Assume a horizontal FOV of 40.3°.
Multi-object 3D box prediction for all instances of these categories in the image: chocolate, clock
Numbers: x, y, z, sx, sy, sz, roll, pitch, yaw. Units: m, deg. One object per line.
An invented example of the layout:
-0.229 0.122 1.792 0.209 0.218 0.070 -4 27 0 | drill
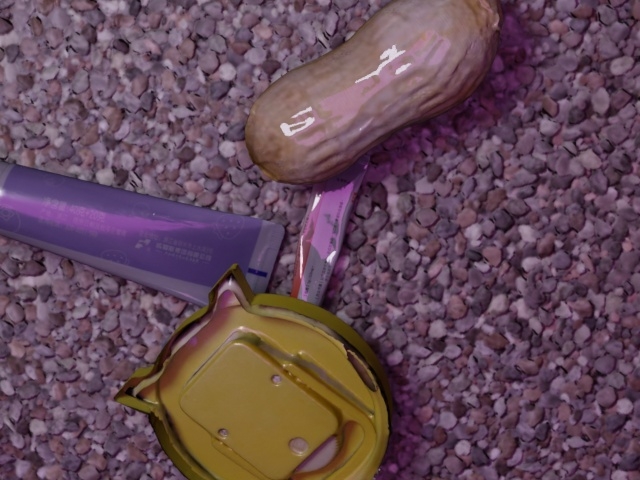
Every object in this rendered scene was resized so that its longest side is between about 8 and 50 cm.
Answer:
0.059 -0.162 0.922 0.309 0.134 0.134 -34 95 9 | chocolate
-0.058 0.183 0.999 0.277 0.071 0.293 -40 99 23 | clock

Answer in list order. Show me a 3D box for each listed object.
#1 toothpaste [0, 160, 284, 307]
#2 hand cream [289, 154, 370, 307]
-0.234 -0.009 0.993 0.371 0.080 0.125 17 99 -4 | toothpaste
-0.001 0.000 0.998 0.052 0.038 0.216 14 94 -23 | hand cream
